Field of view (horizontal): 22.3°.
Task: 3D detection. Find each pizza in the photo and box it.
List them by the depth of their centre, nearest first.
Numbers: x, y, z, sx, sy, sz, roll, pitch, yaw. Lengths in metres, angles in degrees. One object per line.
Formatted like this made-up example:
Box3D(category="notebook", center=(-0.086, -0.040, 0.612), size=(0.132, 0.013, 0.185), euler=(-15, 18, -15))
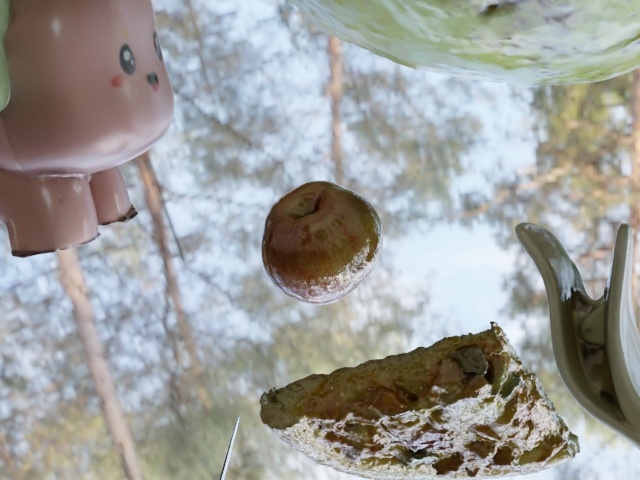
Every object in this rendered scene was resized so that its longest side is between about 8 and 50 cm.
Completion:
Box3D(category="pizza", center=(0.099, 0.137, 1.270), size=(0.292, 0.197, 0.058), euler=(12, -130, -26))

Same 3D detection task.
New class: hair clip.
Box3D(category="hair clip", center=(0.294, 0.102, 1.664), size=(0.113, 0.282, 0.172), euler=(-17, -172, 19))

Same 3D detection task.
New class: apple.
Box3D(category="apple", center=(-0.003, 0.001, 1.596), size=(0.126, 0.102, 0.126), euler=(-20, -142, 17))

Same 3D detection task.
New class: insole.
Box3D(category="insole", center=(-0.110, 0.287, 1.535), size=(0.005, 0.253, 0.086), euler=(15, -172, 1))

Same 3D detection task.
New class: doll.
Box3D(category="doll", center=(-0.225, -0.130, 1.202), size=(0.216, 0.268, 0.284), euler=(-2, -166, 17))

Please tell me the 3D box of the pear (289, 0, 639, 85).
Box3D(category="pear", center=(0.111, -0.275, 1.004), size=(0.391, 0.391, 0.391), euler=(-7, -136, 7))
